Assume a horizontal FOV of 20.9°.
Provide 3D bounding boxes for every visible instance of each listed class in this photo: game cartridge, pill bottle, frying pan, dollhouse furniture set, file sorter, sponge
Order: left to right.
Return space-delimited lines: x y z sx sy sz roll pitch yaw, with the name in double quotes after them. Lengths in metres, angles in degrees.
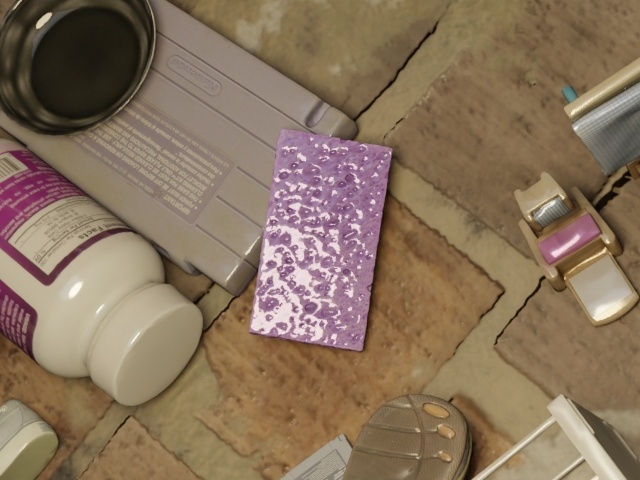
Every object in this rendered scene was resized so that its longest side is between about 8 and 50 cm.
-0.311 -0.232 1.886 0.326 0.053 0.197 33 86 26 "frying pan"
-0.269 0.036 1.787 0.301 0.169 0.169 37 88 25 "pill bottle"
-0.161 -0.119 1.858 0.355 0.068 0.230 35 91 24 "game cartridge"
0.000 0.000 1.743 0.117 0.031 0.210 9 85 1 "sponge"
0.004 0.237 1.715 0.083 0.017 0.056 -36 62 6 "game cartridge"
0.249 0.306 1.515 0.173 0.193 0.278 -39 66 8 "file sorter"
0.317 -0.043 1.533 0.286 0.303 0.198 -33 65 7 "dollhouse furniture set"

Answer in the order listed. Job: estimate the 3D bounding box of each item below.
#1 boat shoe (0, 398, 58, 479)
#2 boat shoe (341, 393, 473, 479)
-0.376 0.260 1.813 0.227 0.079 0.081 -44 58 -4 "boat shoe"
0.044 0.317 1.610 0.132 0.130 0.355 29 78 31 "boat shoe"
